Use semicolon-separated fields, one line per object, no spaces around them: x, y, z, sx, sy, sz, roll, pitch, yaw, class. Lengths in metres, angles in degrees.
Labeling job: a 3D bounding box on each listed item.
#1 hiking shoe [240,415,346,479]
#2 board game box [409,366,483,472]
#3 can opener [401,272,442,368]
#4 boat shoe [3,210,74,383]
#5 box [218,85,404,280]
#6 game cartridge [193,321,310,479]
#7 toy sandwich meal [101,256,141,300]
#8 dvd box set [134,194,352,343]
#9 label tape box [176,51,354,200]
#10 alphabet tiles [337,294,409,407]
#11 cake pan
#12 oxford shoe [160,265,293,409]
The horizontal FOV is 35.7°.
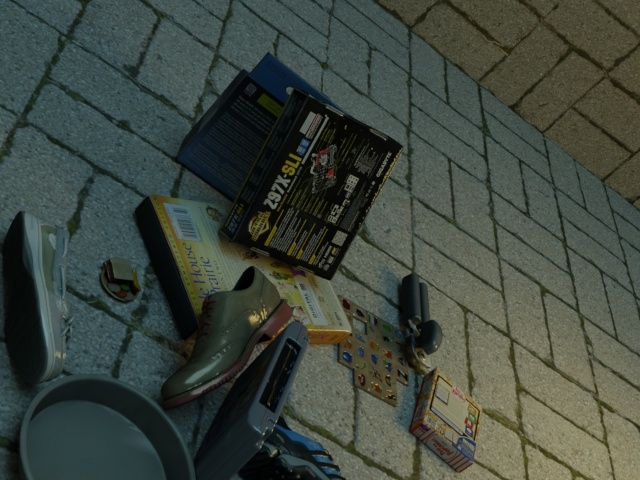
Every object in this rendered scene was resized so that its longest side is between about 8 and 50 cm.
0.007;0.415;1.716;0.304;0.113;0.132;41;32;-10;hiking shoe
0.274;0.383;2.139;0.147;0.045;0.193;41;32;-8;board game box
0.236;0.181;2.285;0.074;0.093;0.280;47;23;-29;can opener
-0.432;0.086;1.567;0.103;0.118;0.320;15;36;-35;boat shoe
-0.015;-0.106;1.971;0.257;0.322;0.079;23;9;-32;box
-0.117;0.276;1.642;0.062;0.198;0.297;41;29;-10;game cartridge
-0.351;0.069;1.761;0.085;0.029;0.086;31;35;-24;toy sandwich meal
-0.146;0.066;1.981;0.420;0.062;0.308;6;50;-47;dvd box set
-0.109;-0.233;2.100;0.240;0.333;0.106;36;31;-17;label tape box
0.115;0.244;2.143;0.198;0.009;0.237;31;35;-24;alphabet tiles
-0.320;0.336;1.472;0.293;0.054;0.293;31;35;-24;cake pan
-0.182;0.164;1.704;0.130;0.123;0.348;59;34;-10;oxford shoe
